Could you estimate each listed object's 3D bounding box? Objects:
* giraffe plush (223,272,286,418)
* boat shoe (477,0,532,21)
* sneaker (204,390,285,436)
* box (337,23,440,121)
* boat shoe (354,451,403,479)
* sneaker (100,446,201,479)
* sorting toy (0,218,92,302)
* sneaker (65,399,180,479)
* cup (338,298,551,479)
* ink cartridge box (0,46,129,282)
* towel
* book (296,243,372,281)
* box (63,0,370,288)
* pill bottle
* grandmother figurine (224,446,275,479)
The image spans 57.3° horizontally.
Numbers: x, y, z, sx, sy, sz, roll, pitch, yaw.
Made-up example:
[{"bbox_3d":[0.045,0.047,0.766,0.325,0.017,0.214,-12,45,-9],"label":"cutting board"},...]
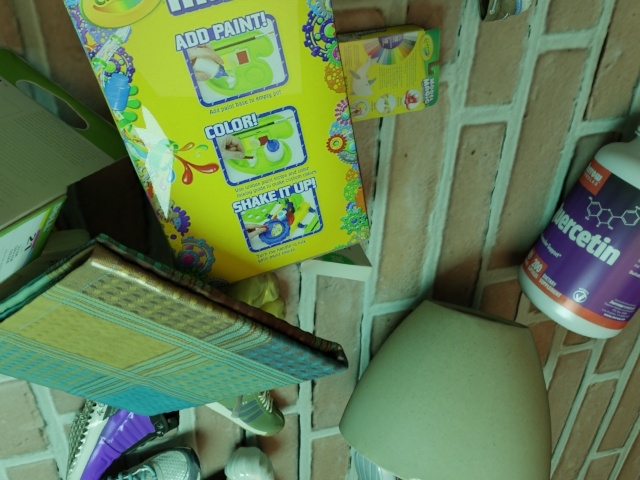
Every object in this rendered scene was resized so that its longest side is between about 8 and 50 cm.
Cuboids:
[{"bbox_3d":[-0.163,0.128,0.820,0.171,0.210,0.181,8,143,17],"label":"giraffe plush"},{"bbox_3d":[0.195,-0.336,0.670,0.066,0.066,0.183,-27,126,2],"label":"boat shoe"},{"bbox_3d":[-0.113,0.256,0.962,0.086,0.064,0.192,-43,122,18],"label":"sneaker"},{"bbox_3d":[0.061,-0.206,0.728,0.179,0.043,0.105,-10,125,-8],"label":"box"},{"bbox_3d":[0.136,0.484,1.187,0.094,0.109,0.302,-27,137,-19],"label":"boat shoe"},{"bbox_3d":[-0.327,0.434,0.962,0.283,0.110,0.122,-33,150,4],"label":"sneaker"},{"bbox_3d":[-0.381,0.052,0.680,0.257,0.089,0.255,-9,151,-14],"label":"sorting toy"},{"bbox_3d":[-0.294,0.285,0.901,0.146,0.102,0.293,16,116,-27],"label":"sneaker"},{"bbox_3d":[0.219,0.229,0.930,0.331,0.331,0.236,14,92,-26],"label":"cup"},{"bbox_3d":[-0.319,-0.069,0.542,0.189,0.255,0.097,36,121,-2],"label":"ink cartridge box"},{"bbox_3d":[-0.191,0.113,0.605,0.271,0.040,0.370,30,142,-33],"label":"towel"},{"bbox_3d":[0.000,0.000,0.781,0.096,0.144,0.035,9,119,-23],"label":"book"},{"bbox_3d":[-0.098,-0.158,0.554,0.177,0.290,0.279,-18,127,-6],"label":"box"},{"bbox_3d":[0.457,-0.020,0.893,0.182,0.181,0.322,13,117,-25],"label":"pill bottle"},{"bbox_3d":[-0.171,0.512,1.096,0.208,0.104,0.342,5,124,-33],"label":"grandmother figurine"}]
